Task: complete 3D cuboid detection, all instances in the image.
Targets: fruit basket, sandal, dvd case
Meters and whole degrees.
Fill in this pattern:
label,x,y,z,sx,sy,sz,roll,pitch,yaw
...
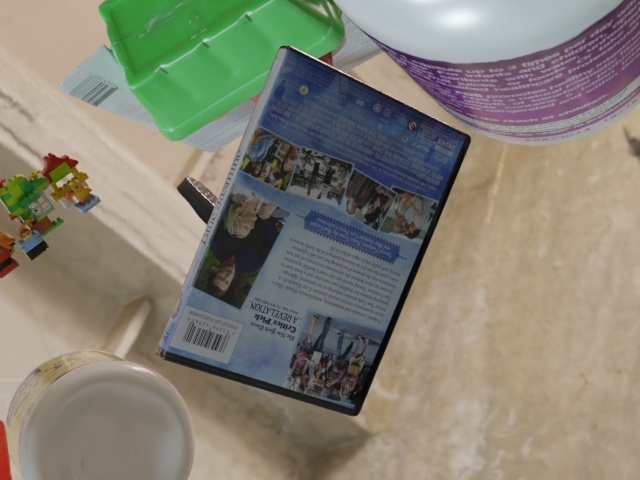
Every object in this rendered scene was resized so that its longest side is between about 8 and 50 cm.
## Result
label,x,y,z,sx,sy,sz,roll,pitch,yaw
fruit basket,-0.080,-0.224,1.089,0.165,0.327,0.353,65,-163,10
sandal,-0.144,-0.002,1.475,0.254,0.054,0.097,46,-171,32
dvd case,0.000,0.000,0.743,0.180,0.022,0.253,22,-89,-26

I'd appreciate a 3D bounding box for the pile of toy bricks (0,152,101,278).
label,x,y,z,sx,sy,sz,roll,pitch,yaw
pile of toy bricks,-0.422,-0.050,1.345,0.212,0.118,0.105,-40,-60,-20

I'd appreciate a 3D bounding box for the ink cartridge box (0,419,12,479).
label,x,y,z,sx,sy,sz,roll,pitch,yaw
ink cartridge box,-0.223,0.111,0.441,0.275,0.060,0.239,41,-165,-42

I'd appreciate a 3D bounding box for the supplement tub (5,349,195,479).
label,x,y,z,sx,sy,sz,roll,pitch,yaw
supplement tub,-0.343,0.289,1.425,0.241,0.331,0.241,1,-92,-24

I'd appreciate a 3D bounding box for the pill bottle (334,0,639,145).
label,x,y,z,sx,sy,sz,roll,pitch,yaw
pill bottle,0.087,-0.151,0.444,0.301,0.169,0.169,13,-116,-69
